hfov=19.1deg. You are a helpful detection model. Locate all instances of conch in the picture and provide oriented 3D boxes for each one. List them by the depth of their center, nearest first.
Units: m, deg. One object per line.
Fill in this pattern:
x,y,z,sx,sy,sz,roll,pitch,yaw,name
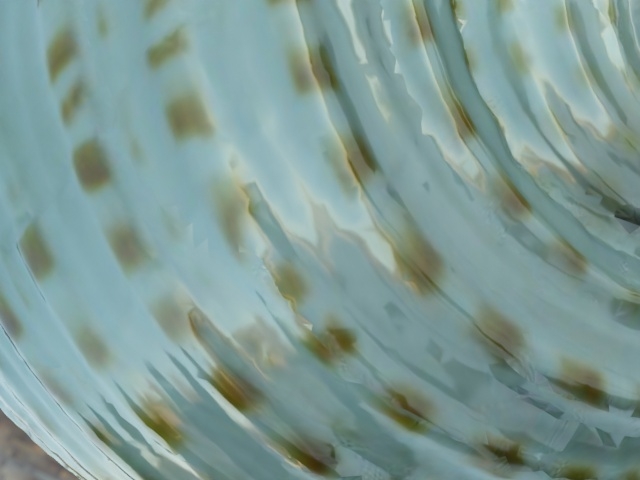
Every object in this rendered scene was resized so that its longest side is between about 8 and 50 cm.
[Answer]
0.003,0.006,0.383,0.200,0.172,0.131,-44,36,23,conch
